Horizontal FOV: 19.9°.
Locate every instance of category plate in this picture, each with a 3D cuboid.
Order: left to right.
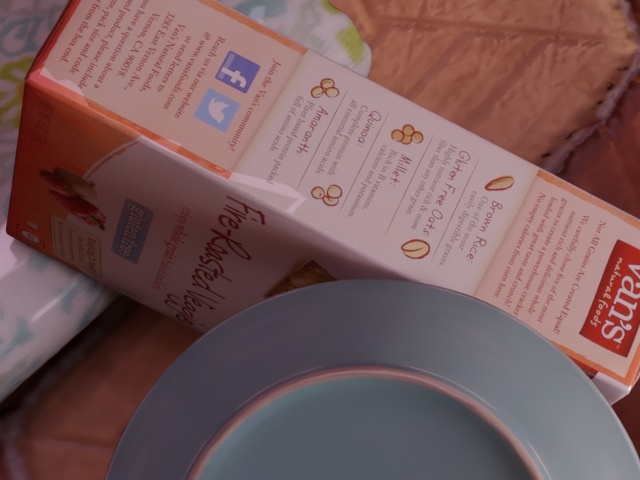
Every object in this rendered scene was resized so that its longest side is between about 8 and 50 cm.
[{"bbox_3d":[0.015,0.105,0.588,0.188,0.024,0.188,-1,83,8],"label":"plate"}]

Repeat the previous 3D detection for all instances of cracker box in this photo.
[{"bbox_3d":[0.000,0.000,0.688,0.232,0.156,0.067,27,67,-1],"label":"cracker box"}]

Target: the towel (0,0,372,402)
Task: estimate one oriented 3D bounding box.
[{"bbox_3d":[-0.215,-0.089,0.854,0.320,0.090,0.374,-43,63,-13],"label":"towel"}]
